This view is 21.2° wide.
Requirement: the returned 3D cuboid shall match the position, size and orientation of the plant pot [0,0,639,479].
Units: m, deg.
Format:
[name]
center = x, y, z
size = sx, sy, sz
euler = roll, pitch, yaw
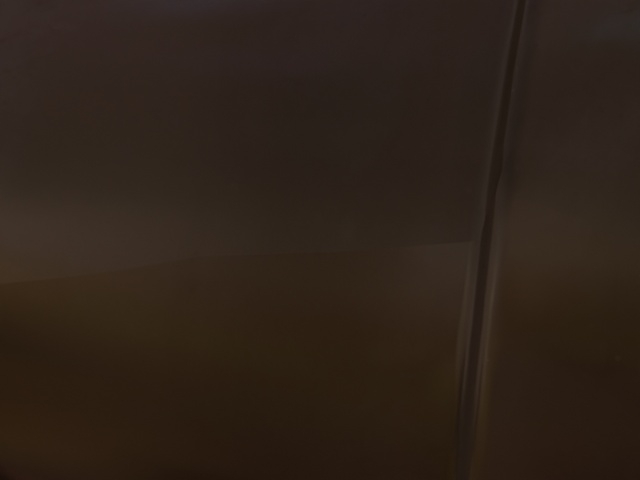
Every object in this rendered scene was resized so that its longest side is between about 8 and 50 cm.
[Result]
[plant pot]
center = 0.000, 0.000, 0.612
size = 0.280, 0.323, 0.323
euler = 7, 1, 10
